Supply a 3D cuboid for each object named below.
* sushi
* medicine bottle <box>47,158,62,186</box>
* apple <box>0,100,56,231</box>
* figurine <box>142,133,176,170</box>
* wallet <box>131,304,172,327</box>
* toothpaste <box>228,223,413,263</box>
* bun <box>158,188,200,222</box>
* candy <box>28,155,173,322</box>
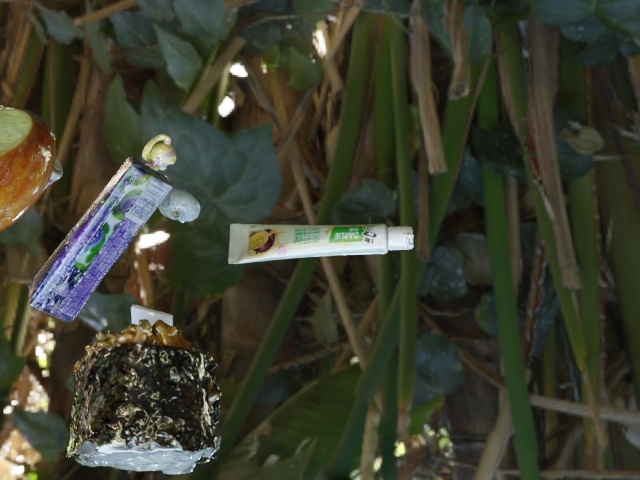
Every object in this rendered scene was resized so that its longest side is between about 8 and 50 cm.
[{"bbox_3d":[-0.261,0.249,1.101,0.235,0.207,0.348,8,158,-27],"label":"sushi"},{"bbox_3d":[-0.639,-0.135,1.573,0.140,0.079,0.079,-32,170,7],"label":"medicine bottle"},{"bbox_3d":[-0.389,-0.085,0.782,0.195,0.173,0.160,22,156,6],"label":"apple"},{"bbox_3d":[-0.446,-0.193,1.864,0.187,0.083,0.083,-40,168,8],"label":"figurine"},{"bbox_3d":[-0.311,0.146,1.332,0.083,0.044,0.011,13,-155,13],"label":"wallet"},{"bbox_3d":[0.000,0.000,1.240,0.315,0.055,0.058,-2,-163,2],"label":"toothpaste"},{"bbox_3d":[-0.277,-0.065,1.410,0.083,0.045,0.083,12,143,9],"label":"bun"},{"bbox_3d":[-0.378,-0.002,1.237,0.088,0.312,0.061,34,-171,-35],"label":"candy"}]
